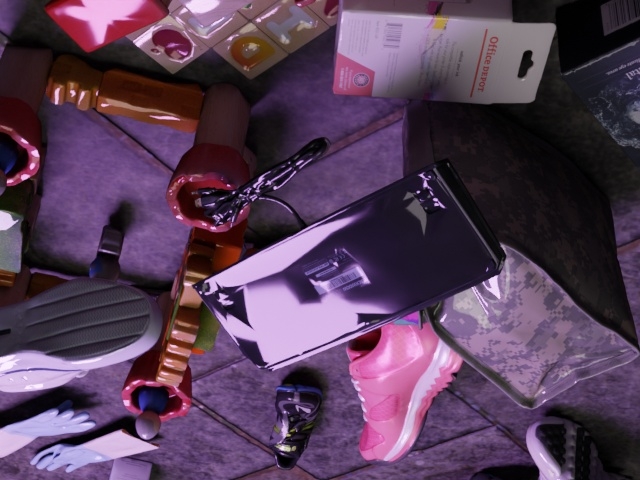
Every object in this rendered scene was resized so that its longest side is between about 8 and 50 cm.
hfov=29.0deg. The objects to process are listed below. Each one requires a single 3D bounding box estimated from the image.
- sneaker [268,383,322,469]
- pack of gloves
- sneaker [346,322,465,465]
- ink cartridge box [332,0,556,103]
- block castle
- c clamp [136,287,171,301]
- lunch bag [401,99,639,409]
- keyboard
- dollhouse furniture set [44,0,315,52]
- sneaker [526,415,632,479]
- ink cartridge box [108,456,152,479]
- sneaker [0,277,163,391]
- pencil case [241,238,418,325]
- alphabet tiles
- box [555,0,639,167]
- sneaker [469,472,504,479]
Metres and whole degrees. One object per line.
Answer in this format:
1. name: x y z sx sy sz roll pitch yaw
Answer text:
1. sneaker: -0.037 0.265 1.758 0.067 0.078 0.188 8 140 -2
2. pack of gloves: -0.393 0.292 1.882 0.232 0.046 0.195 -20 145 33
3. sneaker: 0.091 0.173 1.629 0.136 0.116 0.313 21 132 -2
4. ink cartridge box: 0.115 -0.194 1.183 0.198 0.067 0.115 4 144 -2
5. block castle: -0.248 0.024 1.377 0.303 0.212 0.453 12 138 -8
6. c clamp: -0.210 0.109 1.639 0.161 0.022 0.137 2 134 5
7. lunch bag: 0.178 -0.003 1.279 0.169 0.235 0.287 -32 126 29
8. keyboard: 0.000 0.000 1.157 0.317 0.033 0.201 -26 105 35
9. dollhouse furniture set: -0.115 -0.280 1.030 0.374 0.152 0.201 -19 134 27
10. sneaker: 0.360 0.353 1.803 0.118 0.110 0.292 -11 138 34
11. ink cartridge box: -0.313 0.432 1.940 0.063 0.150 0.109 14 140 -9
12. sneaker: -0.257 0.099 1.257 0.258 0.094 0.091 -8 154 28
13. pencil case: 0.013 0.054 1.485 0.237 0.104 0.104 2 141 8
14. alphabet tiles: -0.087 -0.284 1.151 0.343 0.011 0.285 -28 130 34
15. box: 0.330 -0.171 1.171 0.156 0.093 0.158 -24 133 31
16. sneaker: 0.310 0.449 1.770 0.341 0.139 0.125 8 140 54
